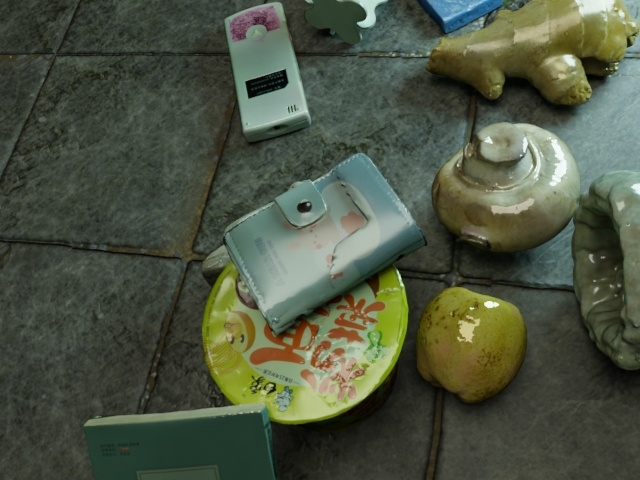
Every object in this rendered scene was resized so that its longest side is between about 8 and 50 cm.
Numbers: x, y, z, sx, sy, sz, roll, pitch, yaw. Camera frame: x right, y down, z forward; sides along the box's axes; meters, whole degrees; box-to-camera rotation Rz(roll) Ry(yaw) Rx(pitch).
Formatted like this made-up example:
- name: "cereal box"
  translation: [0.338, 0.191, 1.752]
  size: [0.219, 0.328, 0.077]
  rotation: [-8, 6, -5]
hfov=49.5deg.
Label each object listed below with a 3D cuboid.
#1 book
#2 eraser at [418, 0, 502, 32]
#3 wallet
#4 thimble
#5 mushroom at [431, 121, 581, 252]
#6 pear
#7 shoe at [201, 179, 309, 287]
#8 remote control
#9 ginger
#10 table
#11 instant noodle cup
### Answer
- name: "book"
  translation: [-0.169, 0.413, 0.957]
  size: [0.264, 0.031, 0.379]
  rotation: [-6, 99, 10]
- name: "eraser"
  translation: [0.253, -0.585, 1.511]
  size: [0.144, 0.043, 0.312]
  rotation: [-27, 60, -2]
- name: "wallet"
  translation: [0.000, 0.000, 0.988]
  size: [0.250, 0.075, 0.176]
  rotation: [-30, 66, -3]
- name: "thimble"
  translation: [0.483, 0.039, 0.978]
  size: [0.195, 0.291, 0.292]
  rotation: [-7, 61, 5]
- name: "mushroom"
  translation: [0.302, -0.086, 1.143]
  size: [0.254, 0.184, 0.255]
  rotation: [-6, 46, 6]
- name: "pear"
  translation: [0.226, 0.161, 1.061]
  size: [0.178, 0.178, 0.178]
  rotation: [-6, 61, 10]
- name: "shoe"
  translation: [-0.045, -0.013, 1.237]
  size: [0.342, 0.132, 0.211]
  rotation: [-14, 48, 10]
- name: "remote control"
  translation: [-0.118, -0.367, 1.478]
  size: [0.145, 0.050, 0.344]
  rotation: [-15, 60, 5]
- name: "ginger"
  translation: [0.408, -0.350, 1.331]
  size: [0.375, 0.166, 0.236]
  rotation: [-25, 95, 22]
- name: "table"
  translation: [0.071, -0.547, 1.469]
  size: [0.166, 0.166, 0.198]
  rotation: [19, 68, 22]
- name: "instant noodle cup"
  translation: [-0.004, 0.153, 1.074]
  size: [0.311, 0.221, 0.311]
  rotation: [-5, 62, 10]
